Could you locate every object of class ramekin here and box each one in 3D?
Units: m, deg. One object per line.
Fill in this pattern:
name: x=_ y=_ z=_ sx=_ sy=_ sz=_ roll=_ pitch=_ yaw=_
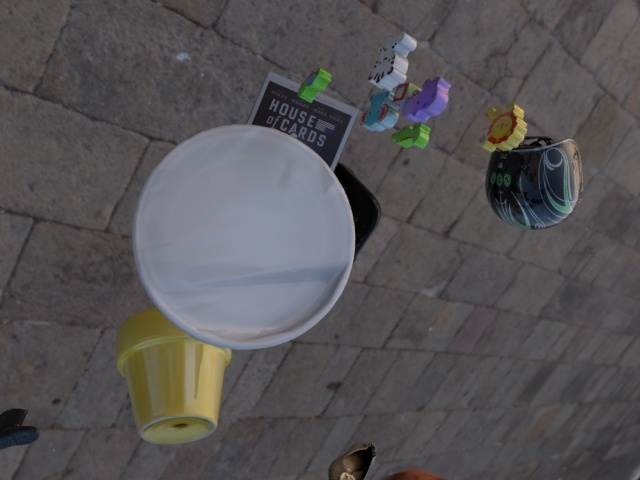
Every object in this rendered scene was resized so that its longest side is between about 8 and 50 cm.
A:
ramekin: x=-0.101 y=0.002 z=0.815 sx=0.273 sy=0.272 sz=0.127 roll=-32 pitch=-179 yaw=-18

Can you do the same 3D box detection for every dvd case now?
dvd case: x=-0.057 y=-0.159 z=1.152 sx=0.179 sy=0.029 sz=0.238 roll=22 pitch=92 yaw=-5

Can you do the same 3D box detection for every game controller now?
game controller: x=0.000 y=0.000 z=1.253 sx=0.067 sy=0.166 sz=0.319 roll=-7 pitch=141 yaw=-42

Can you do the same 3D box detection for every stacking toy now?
stacking toy: x=0.089 y=-0.143 z=0.701 sx=0.167 sy=0.221 sz=0.052 roll=23 pitch=81 yaw=-28

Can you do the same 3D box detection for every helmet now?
helmet: x=0.373 y=-0.097 z=1.122 sx=0.169 sy=0.169 sz=0.161 roll=-20 pitch=111 yaw=-29

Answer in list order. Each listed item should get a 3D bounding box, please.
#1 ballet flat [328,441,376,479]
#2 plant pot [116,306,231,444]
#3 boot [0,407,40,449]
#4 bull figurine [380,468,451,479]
ballet flat: x=0.079 y=0.504 z=1.422 sx=0.058 sy=0.084 sz=0.250 roll=-32 pitch=171 yaw=16
plant pot: x=-0.316 y=0.304 z=1.403 sx=0.254 sy=0.239 sz=0.254 roll=-8 pitch=145 yaw=-6
boot: x=-0.713 y=0.438 z=1.509 sx=0.121 sy=0.099 sz=0.045 roll=-16 pitch=120 yaw=1
bull figurine: x=0.083 y=0.305 z=0.627 sx=0.188 sy=0.101 sz=0.310 roll=-36 pitch=143 yaw=-7
